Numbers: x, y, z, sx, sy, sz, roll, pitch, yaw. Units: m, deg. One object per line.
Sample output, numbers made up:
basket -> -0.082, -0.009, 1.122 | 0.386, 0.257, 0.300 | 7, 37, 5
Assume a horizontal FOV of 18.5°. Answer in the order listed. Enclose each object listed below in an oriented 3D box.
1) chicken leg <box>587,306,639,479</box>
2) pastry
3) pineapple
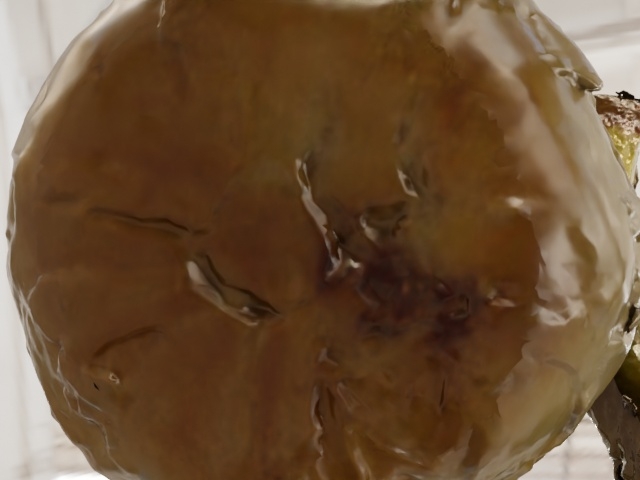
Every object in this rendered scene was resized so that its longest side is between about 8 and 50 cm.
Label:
chicken leg -> 0.276, 0.167, 1.389 | 0.201, 0.152, 0.429 | -34, -123, 4
pastry -> 0.000, 0.000, 1.245 | 0.410, 0.245, 0.409 | -1, -100, 7
pineapple -> 0.235, -0.064, 1.586 | 0.069, 0.137, 0.116 | 12, -74, -2
